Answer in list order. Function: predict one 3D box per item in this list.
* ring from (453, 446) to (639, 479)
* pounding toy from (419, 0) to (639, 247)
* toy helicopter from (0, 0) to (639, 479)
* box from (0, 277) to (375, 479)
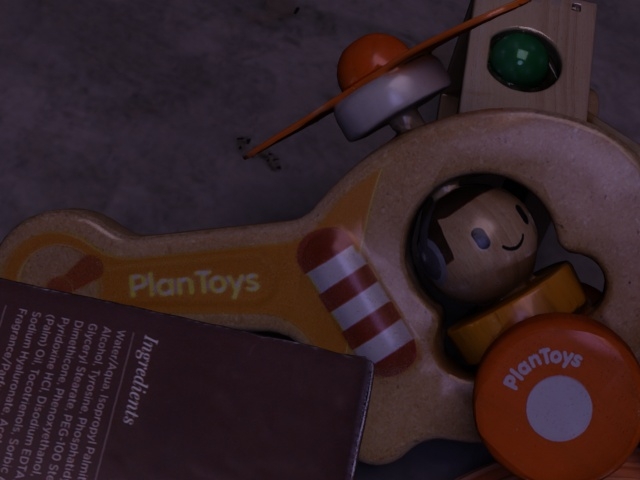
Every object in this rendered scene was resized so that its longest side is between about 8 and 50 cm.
[{"bbox_3d":[0.158,0.257,0.797,0.337,0.032,0.336,4,59,-7],"label":"ring"},{"bbox_3d":[0.122,-0.067,0.928,0.100,0.141,0.130,12,57,-2],"label":"pounding toy"},{"bbox_3d":[0.000,0.000,0.843,0.355,0.140,0.234,-3,98,9],"label":"toy helicopter"},{"bbox_3d":[-0.098,0.139,0.747,0.203,0.168,0.167,12,57,-1],"label":"box"}]
